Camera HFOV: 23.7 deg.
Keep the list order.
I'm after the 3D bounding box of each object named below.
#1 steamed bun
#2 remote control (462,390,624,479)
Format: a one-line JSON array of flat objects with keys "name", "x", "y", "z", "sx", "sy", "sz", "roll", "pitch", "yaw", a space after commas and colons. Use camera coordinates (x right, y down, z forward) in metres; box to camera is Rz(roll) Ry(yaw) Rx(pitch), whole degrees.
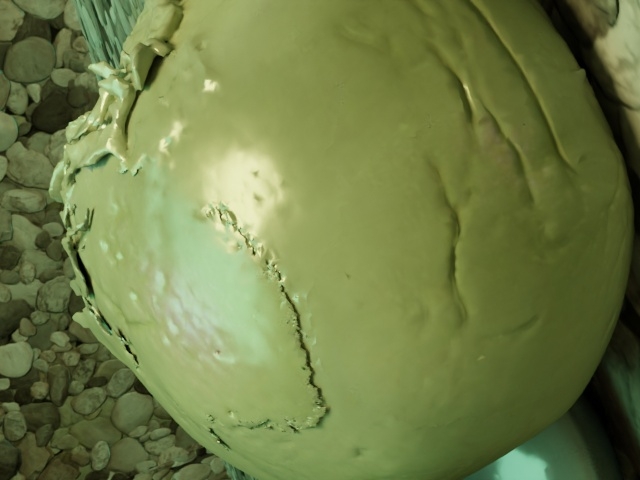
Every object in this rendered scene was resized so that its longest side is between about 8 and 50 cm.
[{"name": "steamed bun", "x": 0.000, "y": 0.000, "z": 0.859, "sx": 0.312, "sy": 0.233, "sz": 0.334, "roll": 54, "pitch": 143, "yaw": 21}, {"name": "remote control", "x": 0.107, "y": 0.115, "z": 1.051, "sx": 0.221, "sy": 0.103, "sz": 0.332, "roll": 103, "pitch": 145, "yaw": -56}]
